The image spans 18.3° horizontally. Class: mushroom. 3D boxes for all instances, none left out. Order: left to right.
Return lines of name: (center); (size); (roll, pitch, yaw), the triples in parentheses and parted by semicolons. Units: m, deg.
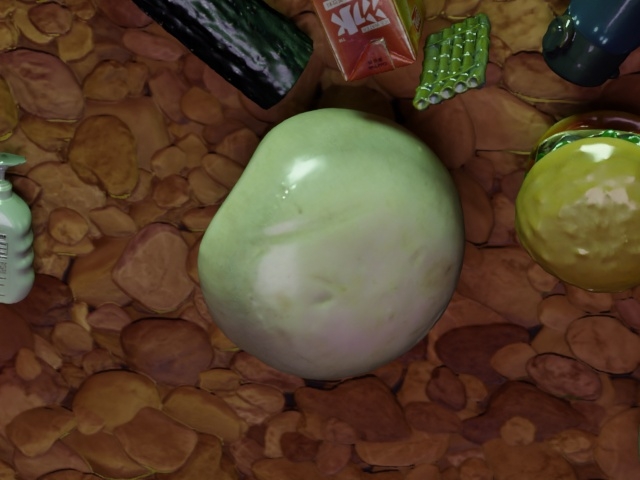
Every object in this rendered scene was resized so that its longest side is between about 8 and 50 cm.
mushroom: (0.000, 0.000, 1.738); (0.246, 0.202, 0.246); (-16, 118, -32)

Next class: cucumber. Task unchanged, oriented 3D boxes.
cucumber: (-0.109, -0.199, 1.692); (0.211, 0.062, 0.078); (36, 122, -15)

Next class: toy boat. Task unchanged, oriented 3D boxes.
toy boat: (0.111, -0.149, 1.659); (0.063, 0.115, 0.016); (-22, 118, 21)

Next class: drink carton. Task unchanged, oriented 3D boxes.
drink carton: (0.016, -0.251, 1.619); (0.071, 0.096, 0.223); (-15, 119, 18)

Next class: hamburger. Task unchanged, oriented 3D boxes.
hamburger: (0.247, -0.034, 1.712); (0.162, 0.115, 0.162); (7, 126, 10)

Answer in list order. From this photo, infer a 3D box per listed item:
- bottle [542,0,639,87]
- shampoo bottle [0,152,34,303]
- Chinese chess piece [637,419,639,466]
bottle: (0.267, -0.228, 1.607); (0.082, 0.072, 0.244); (9, 131, -34)
shampoo bottle: (-0.302, -0.016, 1.852); (0.077, 0.045, 0.152); (11, 126, 4)
Chinese chess piece: (0.429, 0.190, 1.837); (0.270, 0.112, 0.270); (4, 125, 6)
